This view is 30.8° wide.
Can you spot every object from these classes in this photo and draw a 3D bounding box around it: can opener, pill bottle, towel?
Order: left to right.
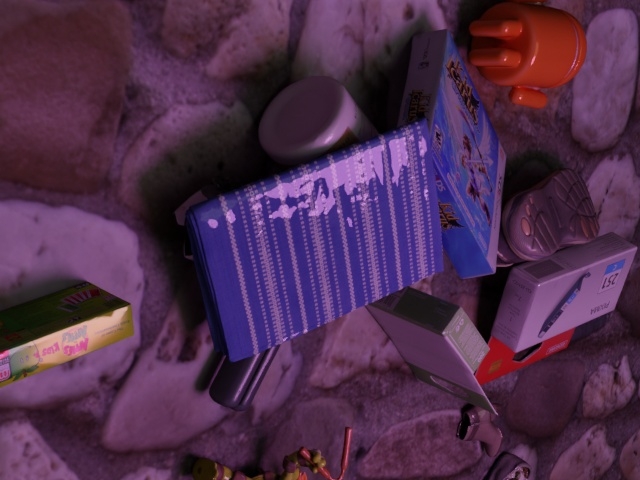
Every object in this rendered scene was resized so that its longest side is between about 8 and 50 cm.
[{"bbox_3d":[-0.044,0.107,1.567,0.283,0.095,0.076,-63,157,-7],"label":"can opener"},{"bbox_3d":[0.000,0.000,1.482,0.336,0.040,0.243,-22,126,-18],"label":"towel"},{"bbox_3d":[0.028,-0.100,1.542,0.131,0.131,0.229,-56,135,-14],"label":"pill bottle"}]

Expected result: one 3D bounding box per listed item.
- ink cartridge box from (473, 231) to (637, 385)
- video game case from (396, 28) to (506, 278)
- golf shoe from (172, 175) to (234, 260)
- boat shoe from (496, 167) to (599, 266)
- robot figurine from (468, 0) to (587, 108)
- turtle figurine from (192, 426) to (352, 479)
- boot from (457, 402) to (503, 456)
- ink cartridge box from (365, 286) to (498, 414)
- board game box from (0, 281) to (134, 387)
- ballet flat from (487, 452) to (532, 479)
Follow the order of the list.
[{"bbox_3d":[0.404,0.135,2.010,0.296,0.066,0.261,-16,131,-41],"label":"ink cartridge box"},{"bbox_3d":[0.192,-0.123,1.668,0.269,0.061,0.244,56,33,-41],"label":"video game case"},{"bbox_3d":[-0.127,0.010,1.486,0.094,0.077,0.198,-28,128,-9],"label":"golf shoe"},{"bbox_3d":[0.345,-0.036,1.891,0.355,0.130,0.132,-11,84,-57],"label":"boat shoe"},{"bbox_3d":[0.318,-0.296,1.761,0.219,0.158,0.128,-4,149,-44],"label":"robot figurine"},{"bbox_3d":[-0.082,0.353,1.632,0.217,0.087,0.269,16,112,-38],"label":"turtle figurine"},{"bbox_3d":[0.276,0.334,2.027,0.087,0.042,0.118,-11,112,-36],"label":"boot"},{"bbox_3d":[0.178,0.159,1.761,0.056,0.171,0.235,-54,135,-16],"label":"ink cartridge box"},{"bbox_3d":[-0.312,0.104,1.307,0.181,0.092,0.043,-20,118,-39],"label":"board game box"},{"bbox_3d":[0.308,0.479,2.088,0.213,0.068,0.072,-54,135,-16],"label":"ballet flat"}]
